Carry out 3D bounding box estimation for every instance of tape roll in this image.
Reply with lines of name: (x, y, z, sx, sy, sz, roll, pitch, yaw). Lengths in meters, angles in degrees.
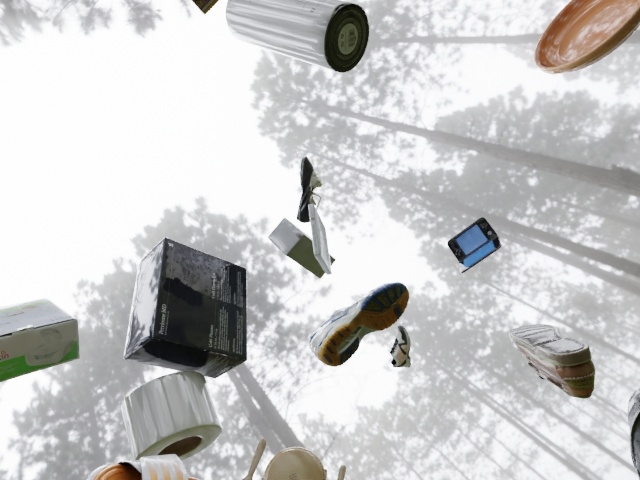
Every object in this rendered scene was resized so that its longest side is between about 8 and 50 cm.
tape roll: (-0.419, 0.508, 1.342, 0.246, 0.169, 0.246, -22, -33, -15)

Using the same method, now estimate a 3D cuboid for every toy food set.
toy food set: (-0.052, 0.473, 0.925, 0.039, 0.192, 0.132, 85, -157, -49)

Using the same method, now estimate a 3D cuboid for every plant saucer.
plant saucer: (0.444, -0.350, 0.768, 0.037, 0.200, 0.200, 33, -90, -20)

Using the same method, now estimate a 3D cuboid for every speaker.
speaker: (-0.025, -0.192, 0.422, 0.055, 0.136, 0.055, -31, -44, -34)

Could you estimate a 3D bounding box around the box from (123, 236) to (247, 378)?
box: (-0.405, 0.215, 1.483, 0.312, 0.343, 0.179, 27, -48, -37)

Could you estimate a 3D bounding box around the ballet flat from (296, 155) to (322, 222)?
ballet flat: (-0.029, -0.150, 1.432, 0.074, 0.074, 0.203, -3, -73, -31)

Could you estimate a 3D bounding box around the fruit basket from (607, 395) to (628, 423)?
fruit basket: (0.677, 0.470, 0.810, 0.165, 0.327, 0.353, -37, -76, 18)

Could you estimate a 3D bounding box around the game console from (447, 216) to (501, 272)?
game console: (0.460, 0.012, 1.436, 0.144, 0.124, 0.085, -39, -23, 23)

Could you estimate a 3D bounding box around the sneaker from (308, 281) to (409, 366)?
sneaker: (0.091, 0.191, 1.216, 0.296, 0.131, 0.112, -32, -71, -19)

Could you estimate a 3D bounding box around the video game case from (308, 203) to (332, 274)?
video game case: (0.000, 0.000, 1.257, 0.019, 0.143, 0.157, -11, -25, 9)

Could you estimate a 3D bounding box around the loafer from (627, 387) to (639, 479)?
loafer: (0.434, 0.265, 0.597, 0.223, 0.076, 0.078, 60, -137, -33)

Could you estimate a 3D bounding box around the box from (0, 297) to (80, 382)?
box: (-0.812, 0.257, 1.248, 0.262, 0.231, 0.127, -11, -71, -48)

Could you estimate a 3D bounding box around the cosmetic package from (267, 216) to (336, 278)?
cosmetic package: (-0.062, 0.030, 1.671, 0.107, 0.127, 0.238, -51, -41, 3)

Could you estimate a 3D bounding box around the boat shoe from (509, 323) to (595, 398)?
boat shoe: (0.509, 0.264, 1.067, 0.110, 0.307, 0.105, -15, -90, 8)

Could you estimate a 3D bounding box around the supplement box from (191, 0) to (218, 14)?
supplement box: (-0.305, -0.620, 1.195, 0.055, 0.043, 0.083, -43, -60, 3)

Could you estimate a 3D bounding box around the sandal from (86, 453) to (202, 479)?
sandal: (-0.211, 0.358, 0.688, 0.076, 0.102, 0.265, -42, -41, 9)

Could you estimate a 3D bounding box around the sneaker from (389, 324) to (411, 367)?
sneaker: (0.176, 0.239, 1.051, 0.043, 0.040, 0.109, -8, -70, -6)
